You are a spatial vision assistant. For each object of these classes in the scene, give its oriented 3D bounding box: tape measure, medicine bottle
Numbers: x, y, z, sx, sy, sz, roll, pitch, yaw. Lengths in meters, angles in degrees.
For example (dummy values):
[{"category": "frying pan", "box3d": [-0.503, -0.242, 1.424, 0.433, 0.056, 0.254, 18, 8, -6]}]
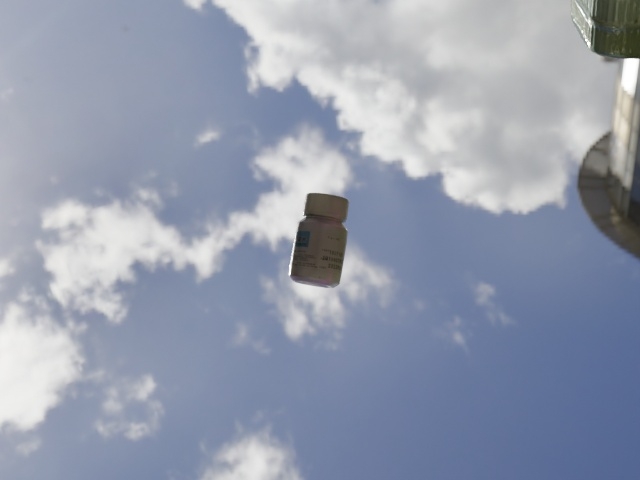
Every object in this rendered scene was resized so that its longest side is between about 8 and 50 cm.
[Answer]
[{"category": "tape measure", "box3d": [0.416, -0.284, 1.300, 0.235, 0.115, 0.207, -4, -149, 0]}, {"category": "medicine bottle", "box3d": [0.000, 0.000, 1.096, 0.052, 0.052, 0.089, 8, -97, 15]}]
